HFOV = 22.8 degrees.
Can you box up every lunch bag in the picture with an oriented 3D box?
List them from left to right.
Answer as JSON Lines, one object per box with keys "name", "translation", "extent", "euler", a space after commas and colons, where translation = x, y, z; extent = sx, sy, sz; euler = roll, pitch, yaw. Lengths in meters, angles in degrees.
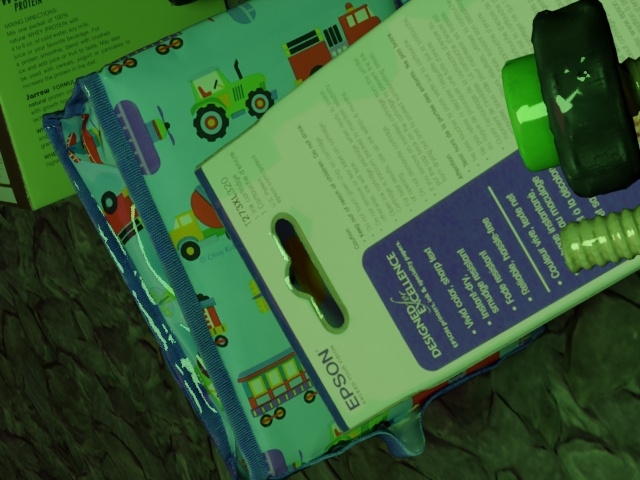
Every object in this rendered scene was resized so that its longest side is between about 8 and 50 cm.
{"name": "lunch bag", "translation": [0.000, 0.000, 0.975], "extent": [0.293, 0.221, 0.138], "euler": [64, 160, -2]}

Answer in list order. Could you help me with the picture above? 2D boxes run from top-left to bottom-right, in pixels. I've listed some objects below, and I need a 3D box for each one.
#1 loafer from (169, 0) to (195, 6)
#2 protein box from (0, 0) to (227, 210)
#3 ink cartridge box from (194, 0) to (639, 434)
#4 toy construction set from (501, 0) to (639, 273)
{"name": "loafer", "translation": [-0.041, -0.235, 0.998], "extent": [0.095, 0.109, 0.302], "euler": [52, 143, 12]}
{"name": "protein box", "translation": [-0.186, -0.153, 1.167], "extent": [0.136, 0.200, 0.201], "euler": [9, 119, 53]}
{"name": "ink cartridge box", "translation": [0.111, -0.057, 0.799], "extent": [0.371, 0.069, 0.176], "euler": [-34, 82, 31]}
{"name": "toy construction set", "translation": [0.142, -0.190, 0.459], "extent": [0.257, 0.237, 0.309], "euler": [50, -151, -61]}
